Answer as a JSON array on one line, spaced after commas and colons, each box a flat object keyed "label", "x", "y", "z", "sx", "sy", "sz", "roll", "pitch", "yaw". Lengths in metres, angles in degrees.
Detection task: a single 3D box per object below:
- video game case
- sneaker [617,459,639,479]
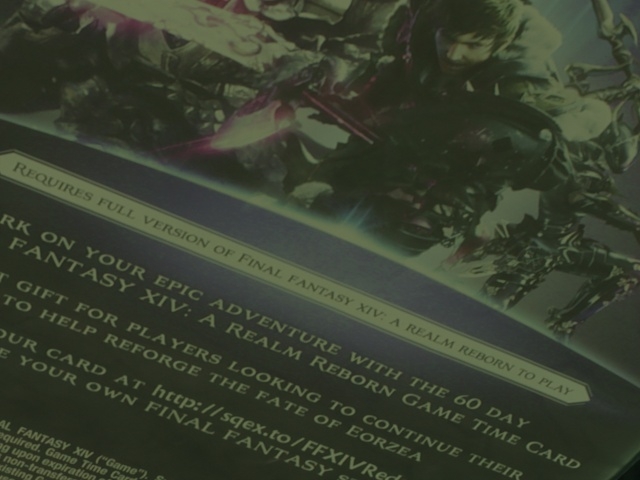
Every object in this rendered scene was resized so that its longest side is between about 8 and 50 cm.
[{"label": "video game case", "x": 0.000, "y": 0.000, "z": 0.386, "sx": 0.196, "sy": 0.026, "sz": 0.274, "roll": 23, "pitch": 128, "yaw": -20}, {"label": "sneaker", "x": 0.105, "y": 0.146, "z": 0.458, "sx": 0.135, "sy": 0.150, "sz": 0.366, "roll": 7, "pitch": 113, "yaw": -14}]
